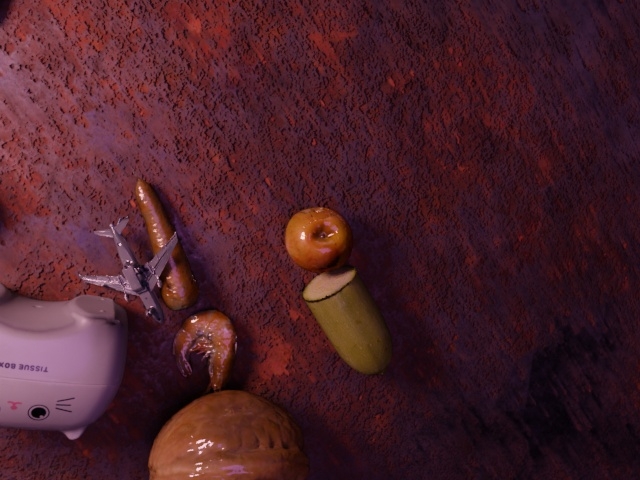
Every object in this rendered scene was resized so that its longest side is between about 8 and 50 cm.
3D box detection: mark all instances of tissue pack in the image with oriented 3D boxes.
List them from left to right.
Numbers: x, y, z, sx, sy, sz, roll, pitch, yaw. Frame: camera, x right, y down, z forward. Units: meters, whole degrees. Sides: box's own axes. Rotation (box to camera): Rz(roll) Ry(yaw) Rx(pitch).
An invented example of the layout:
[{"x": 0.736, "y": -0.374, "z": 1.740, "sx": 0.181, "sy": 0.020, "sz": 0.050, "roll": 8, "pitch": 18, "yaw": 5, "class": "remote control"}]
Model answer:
[{"x": -0.522, "y": 0.210, "z": 1.152, "sx": 0.333, "sy": 0.229, "sz": 0.236, "roll": 11, "pitch": 94, "yaw": -19, "class": "tissue pack"}]

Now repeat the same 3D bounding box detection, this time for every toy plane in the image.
[{"x": -0.356, "y": 0.063, "z": 1.248, "sx": 0.226, "sy": 0.058, "sz": 0.226, "roll": -22, "pitch": 91, "yaw": 13, "class": "toy plane"}]

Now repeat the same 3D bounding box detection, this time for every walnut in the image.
[{"x": -0.173, "y": 0.453, "z": 1.277, "sx": 0.333, "sy": 0.333, "sz": 0.332, "roll": -3, "pitch": 99, "yaw": -17, "class": "walnut"}]

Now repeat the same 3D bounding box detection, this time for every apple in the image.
[{"x": 0.000, "y": 0.000, "z": 1.344, "sx": 0.147, "sy": 0.146, "sz": 0.146, "roll": -3, "pitch": 99, "yaw": -17, "class": "apple"}]

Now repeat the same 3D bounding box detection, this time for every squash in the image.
[{"x": 0.072, "y": 0.187, "z": 1.396, "sx": 0.132, "sy": 0.132, "sz": 0.247, "roll": -32, "pitch": 107, "yaw": -11, "class": "squash"}]

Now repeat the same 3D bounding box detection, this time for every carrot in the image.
[{"x": -0.312, "y": -0.004, "z": 1.277, "sx": 0.078, "sy": 0.078, "sz": 0.298, "roll": -20, "pitch": 100, "yaw": -14, "class": "carrot"}]

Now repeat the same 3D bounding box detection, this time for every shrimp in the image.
[{"x": -0.239, "y": 0.236, "z": 1.352, "sx": 0.132, "sy": 0.051, "sz": 0.187, "roll": 1, "pitch": 93, "yaw": 1, "class": "shrimp"}]
